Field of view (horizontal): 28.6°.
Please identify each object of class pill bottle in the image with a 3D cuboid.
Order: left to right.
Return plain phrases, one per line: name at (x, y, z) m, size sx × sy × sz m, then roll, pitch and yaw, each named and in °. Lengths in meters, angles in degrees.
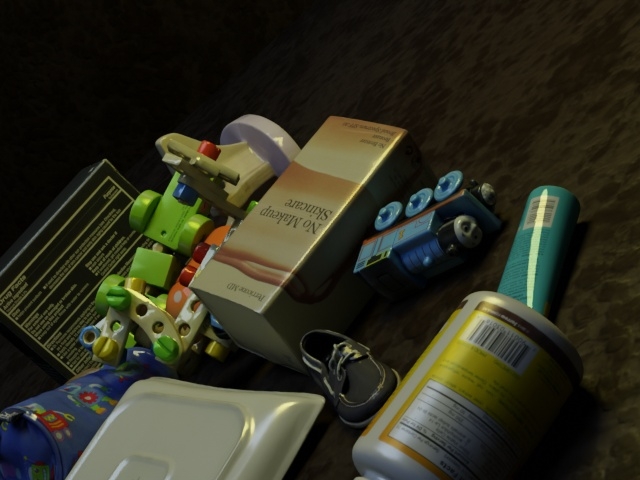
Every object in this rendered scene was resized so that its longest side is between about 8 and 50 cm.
pill bottle at (0.106, 0.153, 0.992) m, size 0.215 × 0.117 × 0.117 m, roll -51°, pitch 17°, yaw -17°

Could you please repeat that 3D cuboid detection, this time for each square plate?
square plate at (-0.197, 0.289, 1.381) m, size 0.344 × 0.049 × 0.347 m, roll -2°, pitch 48°, yaw 48°

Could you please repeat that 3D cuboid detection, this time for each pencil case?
pencil case at (-0.309, 0.233, 1.640) m, size 0.306 × 0.133 × 0.119 m, roll -27°, pitch -43°, yaw -63°

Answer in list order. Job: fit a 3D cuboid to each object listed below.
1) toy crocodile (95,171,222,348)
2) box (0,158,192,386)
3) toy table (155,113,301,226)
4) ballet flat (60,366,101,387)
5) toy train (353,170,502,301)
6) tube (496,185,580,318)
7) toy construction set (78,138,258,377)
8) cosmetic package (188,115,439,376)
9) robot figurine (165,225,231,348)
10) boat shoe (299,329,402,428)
toy crocodile at (-0.237, 0.038, 1.856) m, size 0.340 × 0.115 × 0.105 m, roll -68°, pitch -18°, yaw -8°
box at (-0.347, 0.079, 1.980) m, size 0.296 × 0.294 × 0.183 m, roll -50°, pitch 17°, yaw -17°
toy table at (-0.139, -0.087, 2.022) m, size 0.161 × 0.252 × 0.274 m, roll -34°, pitch 2°, yaw -22°
ballet flat at (-0.416, 0.320, 1.841) m, size 0.342 × 0.116 × 0.124 m, roll -42°, pitch -6°, yaw 23°
toy train at (0.122, -0.004, 1.416) m, size 0.184 × 0.080 × 0.105 m, roll -27°, pitch 34°, yaw 43°
tube at (0.196, 0.038, 1.181) m, size 0.080 × 0.052 × 0.207 m, roll -34°, pitch 25°, yaw 50°
toy construction set at (-0.170, 0.038, 1.641) m, size 0.328 × 0.215 × 0.151 m, roll -67°, pitch -20°, yaw 4°
cosmetic package at (0.000, 0.000, 1.536) m, size 0.153 × 0.129 × 0.296 m, roll 15°, pitch 60°, yaw 45°
robot figurine at (-0.135, 0.066, 1.783) m, size 0.158 × 0.128 × 0.219 m, roll 10°, pitch 50°, yaw 31°
boat shoe at (0.024, 0.139, 1.320) m, size 0.075 × 0.065 × 0.206 m, roll -47°, pitch 16°, yaw -5°
